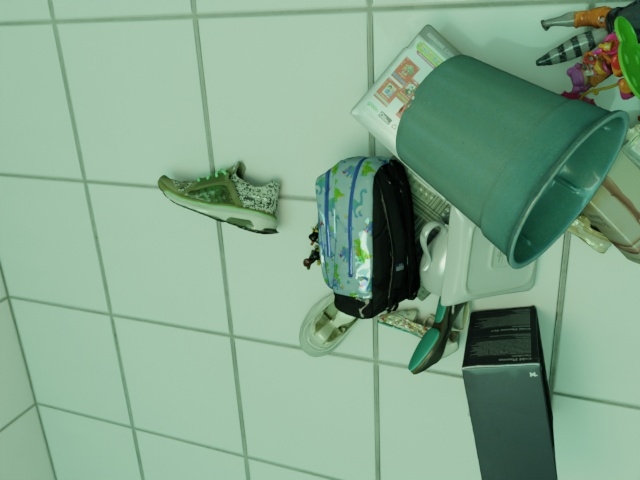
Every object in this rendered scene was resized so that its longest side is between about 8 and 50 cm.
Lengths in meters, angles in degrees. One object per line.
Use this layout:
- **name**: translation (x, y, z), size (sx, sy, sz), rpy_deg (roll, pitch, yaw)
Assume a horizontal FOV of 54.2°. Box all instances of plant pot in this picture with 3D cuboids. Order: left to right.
- **plant pot**: translation (0.351, -0.178, 1.230), size (0.334, 0.341, 0.341), rpy_deg (41, 124, 29)

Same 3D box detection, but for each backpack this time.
- **backpack**: translation (0.118, -0.030, 1.537), size (0.273, 0.290, 0.356), rpy_deg (19, 115, 32)

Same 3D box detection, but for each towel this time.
- **towel**: translation (0.239, -0.033, 1.670), size (0.324, 0.056, 0.312), rpy_deg (38, 124, 3)

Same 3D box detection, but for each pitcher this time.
- **pitcher**: translation (0.299, 0.035, 1.542), size (0.125, 0.177, 0.207), rpy_deg (46, 134, 46)

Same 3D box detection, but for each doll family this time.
- **doll family**: translation (0.000, 0.000, 1.744), size (0.075, 0.111, 0.193), rpy_deg (13, 116, 18)

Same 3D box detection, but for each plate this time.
- **plate**: translation (0.429, 0.024, 1.503), size (0.277, 0.045, 0.278), rpy_deg (-8, 114, -20)

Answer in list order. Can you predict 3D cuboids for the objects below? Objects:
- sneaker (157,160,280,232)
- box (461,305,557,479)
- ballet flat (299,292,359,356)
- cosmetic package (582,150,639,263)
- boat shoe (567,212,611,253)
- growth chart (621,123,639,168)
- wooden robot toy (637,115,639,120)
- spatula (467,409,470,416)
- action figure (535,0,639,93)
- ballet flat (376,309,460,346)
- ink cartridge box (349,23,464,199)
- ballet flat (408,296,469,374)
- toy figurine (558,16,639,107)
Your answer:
- **sneaker**: translation (-0.281, -0.148, 1.822), size (0.410, 0.158, 0.182), rpy_deg (19, 86, 18)
- **box**: translation (0.477, 0.386, 1.564), size (0.178, 0.312, 0.344), rpy_deg (-8, 105, 19)
- **ballet flat**: translation (0.042, 0.229, 1.812), size (0.139, 0.139, 0.400), rpy_deg (43, 122, 2)
- **cosmetic package**: translation (0.647, -0.096, 1.378), size (0.129, 0.153, 0.296), rpy_deg (-45, 88, 8)
- **boat shoe**: translation (0.624, -0.040, 1.486), size (0.170, 0.063, 0.059), rpy_deg (34, 118, -3)
- **growth chart**: translation (0.747, -0.218, 1.290), size (0.172, 0.021, 0.237), rpy_deg (48, 126, -3)
- **wooden robot toy**: translation (0.718, -0.278, 1.338), size (0.079, 0.076, 0.173), rpy_deg (-14, 105, 39)
- **spatula**: translation (0.505, 0.418, 1.755), size (0.168, 0.019, 0.242), rpy_deg (15, 116, 11)
- **action figure**: translation (0.623, -0.375, 1.238), size (0.330, 0.178, 0.342), rpy_deg (-19, 77, 46)
- **ballet flat**: translation (0.280, 0.238, 1.752), size (0.240, 0.091, 0.077), rpy_deg (21, 88, 10)
- **ink cartridge box**: translation (0.279, -0.303, 1.476), size (0.309, 0.130, 0.272), rpy_deg (44, 113, 1)
- **ballet flat**: translation (0.332, 0.239, 1.654), size (0.096, 0.095, 0.281), rpy_deg (26, 87, -8)
- **toy figurine**: translation (0.535, -0.315, 1.210), size (0.159, 0.130, 0.173), rpy_deg (-22, 83, 50)
